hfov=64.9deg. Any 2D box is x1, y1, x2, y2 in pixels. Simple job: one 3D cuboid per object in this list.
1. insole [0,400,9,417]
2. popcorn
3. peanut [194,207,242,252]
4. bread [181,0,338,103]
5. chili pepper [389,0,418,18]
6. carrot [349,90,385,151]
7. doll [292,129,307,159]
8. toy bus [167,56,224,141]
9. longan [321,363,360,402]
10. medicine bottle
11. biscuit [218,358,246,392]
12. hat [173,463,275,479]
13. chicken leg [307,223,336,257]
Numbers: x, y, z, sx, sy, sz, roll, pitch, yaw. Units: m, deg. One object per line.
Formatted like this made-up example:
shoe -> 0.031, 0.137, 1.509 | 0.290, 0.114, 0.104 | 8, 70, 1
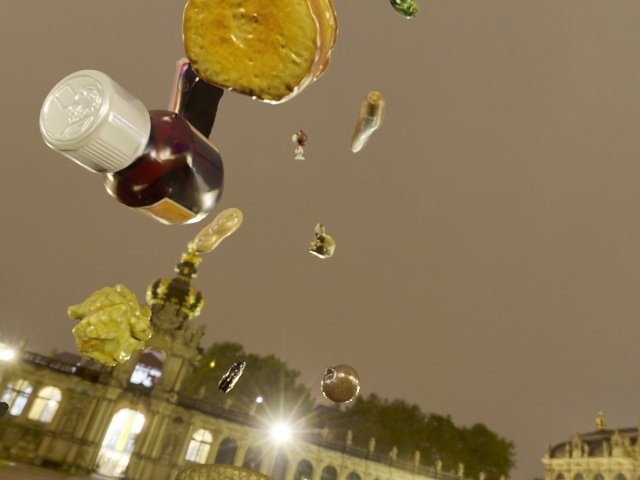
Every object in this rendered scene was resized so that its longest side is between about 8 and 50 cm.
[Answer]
insole -> -0.614, 0.339, 0.873 | 0.002, 0.152, 0.053 | 24, -40, 25
popcorn -> -0.657, 0.262, 1.575 | 0.255, 0.255, 0.195 | 16, -5, -35
peanut -> -0.449, -0.044, 2.192 | 0.101, 0.263, 0.117 | 48, -5, 12
bread -> -0.105, -0.354, 0.848 | 0.269, 0.145, 0.268 | 1, -59, 2
chili pepper -> 0.132, -0.407, 0.833 | 0.034, 0.030, 0.091 | 0, -44, 49
carrot -> 0.127, -0.315, 1.407 | 0.070, 0.070, 0.342 | 15, -12, -1
doll -> -0.062, -0.286, 1.512 | 0.040, 0.085, 0.058 | -6, -5, -36
toy bus -> -0.392, -0.392, 1.534 | 0.128, 0.147, 0.302 | 1, -58, -36
longan -> 0.052, 0.375, 1.331 | 0.114, 0.092, 0.113 | 3, -64, 5
medicine bottle -> -0.380, -0.194, 1.077 | 0.243, 0.242, 0.395 | 5, -18, 16
biscuit -> -0.190, 0.291, 1.093 | 0.027, 0.089, 0.087 | 33, 6, 5
hat -> -0.112, 0.332, 0.609 | 0.146, 0.067, 0.146 | 13, -4, 1
chicken leg -> 0.000, 0.000, 1.576 | 0.093, 0.070, 0.178 | -17, -23, -2
